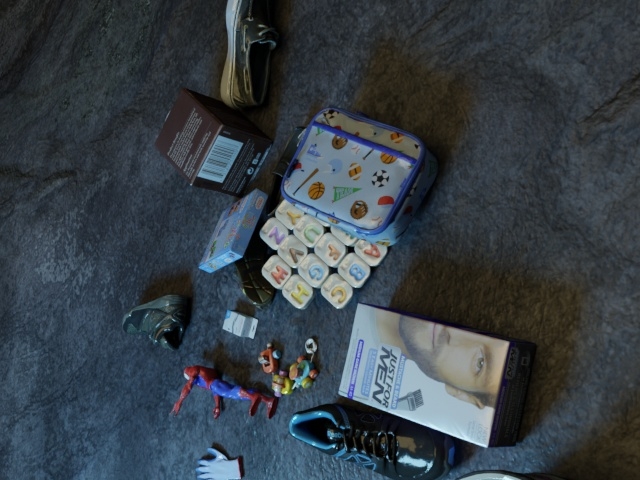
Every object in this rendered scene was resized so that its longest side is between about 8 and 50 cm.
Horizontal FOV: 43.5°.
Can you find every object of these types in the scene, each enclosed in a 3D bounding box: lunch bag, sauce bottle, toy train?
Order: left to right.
[{"bbox_3d":[-0.162,0.111,1.861,0.128,0.042,0.042,38,108,38],"label":"sauce bottle"},{"bbox_3d":[-0.079,0.273,1.751,0.166,0.046,0.125,-21,68,38],"label":"toy train"},{"bbox_3d":[0.072,-0.141,1.620,0.303,0.115,0.243,27,88,34],"label":"lunch bag"}]

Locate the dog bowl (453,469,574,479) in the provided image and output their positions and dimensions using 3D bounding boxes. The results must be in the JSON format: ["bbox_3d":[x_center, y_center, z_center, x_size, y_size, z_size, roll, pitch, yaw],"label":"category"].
[{"bbox_3d":[0.337,0.541,1.209,0.408,0.150,0.408,3,94,51],"label":"dog bowl"}]

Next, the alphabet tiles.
[{"bbox_3d":[0.000,0.000,1.702,0.278,0.021,0.284,42,98,29],"label":"alphabet tiles"}]

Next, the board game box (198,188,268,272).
[{"bbox_3d":[-0.203,-0.019,1.842,0.211,0.039,0.160,-25,41,61],"label":"board game box"}]

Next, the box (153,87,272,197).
[{"bbox_3d":[-0.259,-0.234,1.932,0.203,0.167,0.168,45,112,38],"label":"box"}]

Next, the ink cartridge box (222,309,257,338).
[{"bbox_3d":[-0.188,0.196,1.877,0.083,0.028,0.048,15,92,42],"label":"ink cartridge box"}]

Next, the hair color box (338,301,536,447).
[{"bbox_3d":[0.204,0.237,1.462,0.338,0.110,0.185,10,88,41],"label":"hair color box"}]

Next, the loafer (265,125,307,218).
[{"bbox_3d":[-0.070,-0.150,1.804,0.076,0.078,0.223,16,93,41],"label":"loafer"}]

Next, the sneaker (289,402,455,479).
[{"bbox_3d":[0.090,0.384,1.513,0.340,0.139,0.125,0,80,41],"label":"sneaker"}]

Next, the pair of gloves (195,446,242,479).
[{"bbox_3d":[-0.235,0.577,1.850,0.159,0.023,0.198,-18,71,39],"label":"pair of gloves"}]

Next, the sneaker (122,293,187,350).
[{"bbox_3d":[-0.428,0.227,2.050,0.227,0.087,0.130,-21,62,32],"label":"sneaker"}]

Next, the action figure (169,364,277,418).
[{"bbox_3d":[-0.237,0.373,1.842,0.280,0.091,0.139,18,85,43],"label":"action figure"}]

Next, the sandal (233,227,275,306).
[{"bbox_3d":[-0.146,0.066,1.840,0.090,0.060,0.219,-21,53,0],"label":"sandal"}]

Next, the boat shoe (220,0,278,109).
[{"bbox_3d":[-0.154,-0.481,1.938,0.119,0.121,0.335,10,98,33],"label":"boat shoe"}]
